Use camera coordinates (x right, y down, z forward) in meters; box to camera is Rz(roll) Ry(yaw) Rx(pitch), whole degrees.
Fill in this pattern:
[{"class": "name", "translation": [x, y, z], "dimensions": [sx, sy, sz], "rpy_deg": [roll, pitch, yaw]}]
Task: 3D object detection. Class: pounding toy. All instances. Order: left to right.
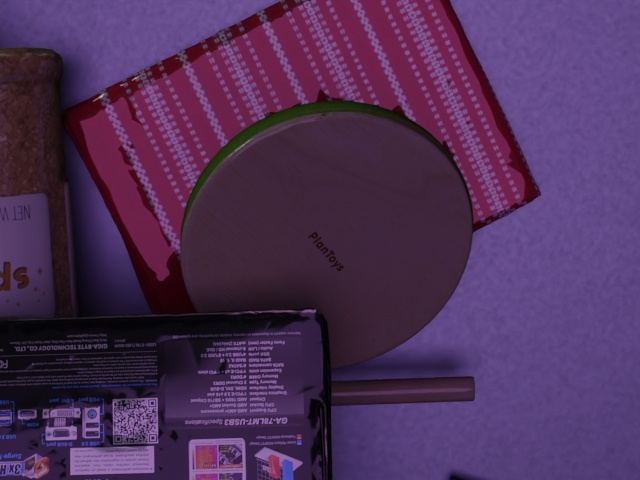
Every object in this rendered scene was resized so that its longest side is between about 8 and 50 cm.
[{"class": "pounding toy", "translation": [0.000, 0.000, 1.046], "dimensions": [0.183, 0.110, 0.237], "rpy_deg": [-11, 122, -5]}]

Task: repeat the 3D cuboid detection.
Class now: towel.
[{"class": "towel", "translation": [-0.015, -0.056, 1.093], "dimensions": [0.275, 0.031, 0.199], "rpy_deg": [-26, 95, 3]}]

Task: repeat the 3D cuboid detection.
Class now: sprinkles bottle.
[{"class": "sprinkles bottle", "translation": [-0.217, 0.055, 1.064], "dimensions": [0.121, 0.121, 0.355], "rpy_deg": [-3, 95, 1]}]

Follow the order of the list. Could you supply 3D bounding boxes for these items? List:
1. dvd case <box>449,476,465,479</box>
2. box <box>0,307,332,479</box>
[{"class": "dvd case", "translation": [0.141, 0.290, 1.131], "dimensions": [0.164, 0.018, 0.221], "rpy_deg": [15, 96, -1]}, {"class": "box", "translation": [-0.137, 0.192, 0.948], "dimensions": [0.295, 0.073, 0.293], "rpy_deg": [-3, 83, 1]}]
